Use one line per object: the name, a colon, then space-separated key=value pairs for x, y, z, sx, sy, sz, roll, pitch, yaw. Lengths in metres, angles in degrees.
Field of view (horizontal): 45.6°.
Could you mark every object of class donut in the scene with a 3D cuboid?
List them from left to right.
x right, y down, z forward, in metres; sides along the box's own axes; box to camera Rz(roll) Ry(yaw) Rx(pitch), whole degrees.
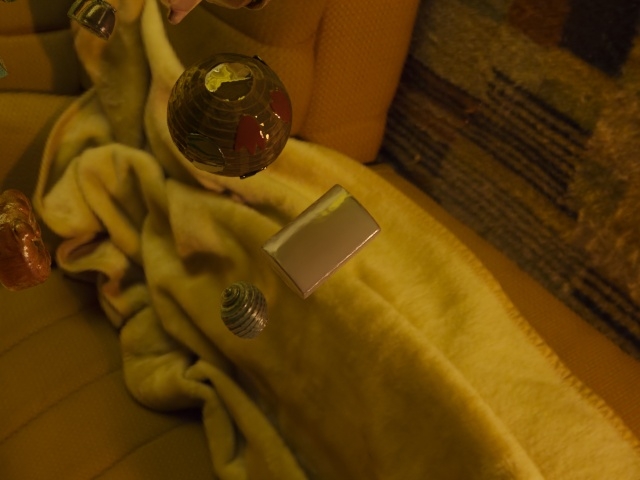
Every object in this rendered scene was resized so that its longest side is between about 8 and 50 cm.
donut: x=-0.673 y=0.002 z=1.679 sx=0.226 sy=0.113 sz=0.227 roll=159 pitch=90 yaw=-77

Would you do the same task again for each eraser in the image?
eraser: x=0.000 y=0.000 z=1.951 sx=0.174 sy=0.270 sz=0.095 roll=47 pitch=166 yaw=10

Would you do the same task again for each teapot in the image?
teapot: x=-0.582 y=-0.584 z=1.961 sx=0.124 sy=0.091 sz=0.092 roll=31 pitch=174 yaw=-13

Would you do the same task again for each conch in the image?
conch: x=-0.194 y=0.179 z=1.976 sx=0.153 sy=0.135 sz=0.102 roll=36 pitch=147 yaw=-12

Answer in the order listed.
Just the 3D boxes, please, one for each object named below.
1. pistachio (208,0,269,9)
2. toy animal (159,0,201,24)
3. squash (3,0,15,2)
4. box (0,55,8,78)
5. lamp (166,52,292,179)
pistachio: x=-0.242 y=-0.850 z=2.215 sx=0.445 sy=0.281 sz=0.365 roll=-11 pitch=91 yaw=64
toy animal: x=-0.168 y=-0.590 z=1.492 sx=0.277 sy=0.246 sz=0.345 roll=-28 pitch=43 yaw=55
squash: x=-0.570 y=-0.587 z=1.399 sx=0.082 sy=0.082 sz=0.293 roll=3 pitch=96 yaw=55
box: x=-0.827 y=-0.337 z=1.586 sx=0.118 sy=0.311 sz=0.205 roll=57 pitch=170 yaw=-9
lamp: x=-0.183 y=-0.231 z=1.516 sx=0.250 sy=0.250 sz=0.284 roll=58 pitch=159 yaw=19
